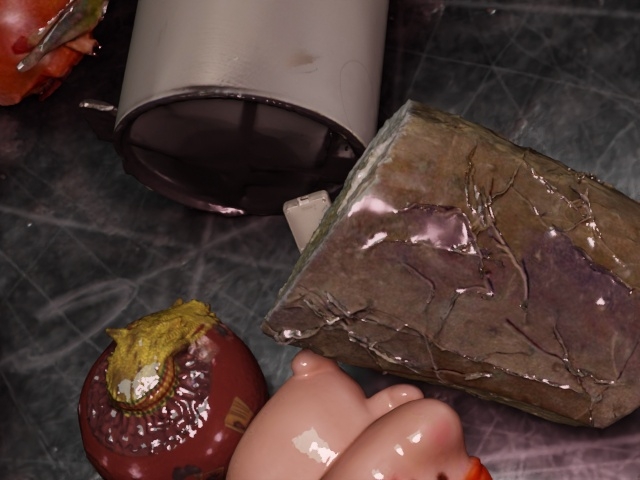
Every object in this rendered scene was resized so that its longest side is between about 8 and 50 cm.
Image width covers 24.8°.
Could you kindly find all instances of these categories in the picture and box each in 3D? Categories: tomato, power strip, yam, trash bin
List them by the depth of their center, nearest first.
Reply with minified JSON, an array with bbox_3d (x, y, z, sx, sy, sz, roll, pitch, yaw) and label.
[{"bbox_3d":[0.130,0.024,1.077,0.271,0.201,0.202,30,33,-7],"label":"yam"},{"bbox_3d":[0.000,0.000,1.229,0.040,0.090,0.016,-18,23,8],"label":"power strip"},{"bbox_3d":[-0.052,-0.181,1.246,0.277,0.217,0.262,2,65,7],"label":"trash bin"},{"bbox_3d":[-0.303,-0.283,1.311,0.309,0.170,0.309,-19,61,39],"label":"tomato"}]

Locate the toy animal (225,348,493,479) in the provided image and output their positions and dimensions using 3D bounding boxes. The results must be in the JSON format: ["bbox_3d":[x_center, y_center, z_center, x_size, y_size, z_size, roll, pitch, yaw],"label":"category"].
[{"bbox_3d":[0.032,0.189,1.083,0.198,0.171,0.171,30,74,29],"label":"toy animal"}]

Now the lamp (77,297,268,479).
[{"bbox_3d":[-0.123,0.128,1.159,0.156,0.135,0.157,-40,65,-8],"label":"lamp"}]
